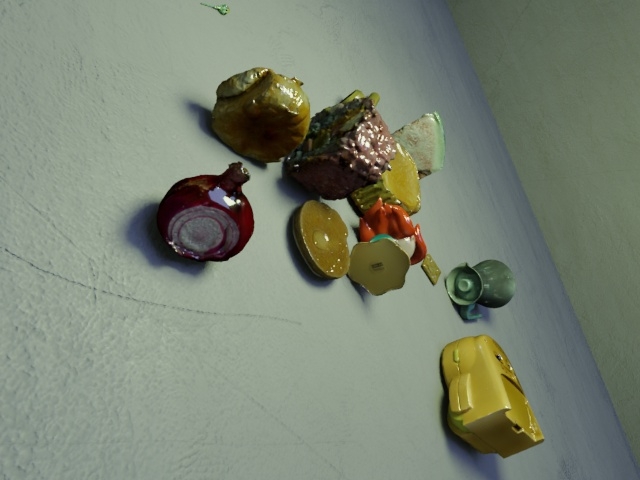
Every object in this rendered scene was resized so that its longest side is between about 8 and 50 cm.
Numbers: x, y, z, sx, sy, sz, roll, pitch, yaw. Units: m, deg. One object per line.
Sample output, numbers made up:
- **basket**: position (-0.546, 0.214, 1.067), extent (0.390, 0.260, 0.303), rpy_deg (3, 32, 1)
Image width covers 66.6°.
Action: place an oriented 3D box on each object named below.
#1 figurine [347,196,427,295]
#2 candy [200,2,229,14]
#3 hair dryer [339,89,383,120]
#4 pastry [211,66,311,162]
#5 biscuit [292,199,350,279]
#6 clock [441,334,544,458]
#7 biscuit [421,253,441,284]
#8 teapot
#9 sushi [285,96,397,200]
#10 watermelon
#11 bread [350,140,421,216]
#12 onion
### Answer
- **figurine**: position (0.185, 0.007, 1.301), extent (0.208, 0.181, 0.257), rpy_deg (32, 29, 7)
- **candy**: position (-0.271, -0.599, 1.253), extent (0.083, 0.025, 0.023), rpy_deg (-14, 51, -45)
- **hair dryer**: position (0.151, -0.454, 1.638), extent (0.135, 0.090, 0.278), rpy_deg (49, 31, -15)
- **pastry**: position (-0.128, -0.268, 1.080), extent (0.229, 0.218, 0.100), rpy_deg (75, 9, -57)
- **biscuit**: position (0.000, 0.000, 1.173), extent (0.181, 0.049, 0.208), rpy_deg (26, 49, -40)
- **clock**: position (0.465, 0.417, 1.382), extent (0.244, 0.200, 0.317), rpy_deg (45, 31, -27)
- **biscuit**: position (0.363, 0.093, 1.591), extent (0.083, 0.018, 0.081), rpy_deg (56, 35, -9)
- **teapot**: position (0.543, 0.166, 1.666), extent (0.225, 0.171, 0.203), rpy_deg (3, 96, -43)
- **sushi**: position (0.058, -0.227, 1.206), extent (0.171, 0.270, 0.236), rpy_deg (40, 54, -34)
- **watermelon**: position (0.310, -0.311, 1.646), extent (0.232, 0.310, 0.193), rpy_deg (-38, 101, -16)
- **bread**: position (0.190, -0.169, 1.444), extent (0.227, 0.142, 0.253), rpy_deg (37, 45, -33)
- **onion**: position (-0.190, -0.067, 0.871), extent (0.173, 0.198, 0.135), rpy_deg (25, 20, -36)
